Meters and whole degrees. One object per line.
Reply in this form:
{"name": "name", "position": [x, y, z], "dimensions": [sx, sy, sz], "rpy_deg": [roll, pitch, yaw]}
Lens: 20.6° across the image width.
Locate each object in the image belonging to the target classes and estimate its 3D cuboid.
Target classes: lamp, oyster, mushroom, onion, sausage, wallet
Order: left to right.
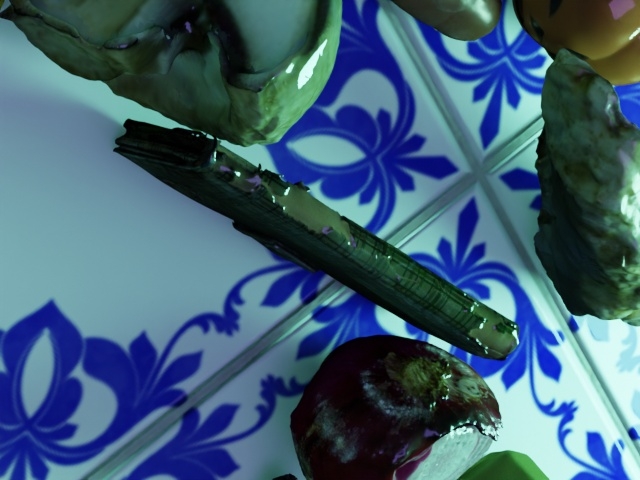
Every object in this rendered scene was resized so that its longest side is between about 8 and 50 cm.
{"name": "mushroom", "position": [-0.101, -0.182, 1.244], "dimensions": [0.267, 0.164, 0.189], "rpy_deg": [21, 74, 11]}
{"name": "wallet", "position": [0.000, 0.001, 1.341], "dimensions": [0.317, 0.169, 0.044], "rpy_deg": [30, 83, -31]}
{"name": "sausage", "position": [0.036, -0.242, 1.346], "dimensions": [0.304, 0.078, 0.078], "rpy_deg": [37, 86, -30]}
{"name": "onion", "position": [0.043, 0.160, 1.446], "dimensions": [0.173, 0.135, 0.198], "rpy_deg": [-8, 147, -38]}
{"name": "oyster", "position": [0.244, -0.011, 1.461], "dimensions": [0.110, 0.166, 0.341], "rpy_deg": [-39, 153, -12]}
{"name": "lamp", "position": [0.251, -0.215, 1.410], "dimensions": [0.187, 0.164, 0.188], "rpy_deg": [-6, 104, -26]}

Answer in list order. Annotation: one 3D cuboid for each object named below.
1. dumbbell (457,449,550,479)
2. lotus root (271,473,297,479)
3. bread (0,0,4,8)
{"name": "dumbbell", "position": [0.078, 0.300, 1.500], "dimensions": [0.302, 0.121, 0.108], "rpy_deg": [-34, 87, -15]}
{"name": "lotus root", "position": [-0.035, 0.237, 1.459], "dimensions": [0.054, 0.049, 0.099], "rpy_deg": [2, 104, -18]}
{"name": "bread", "position": [-0.348, -0.246, 1.097], "dimensions": [0.337, 0.148, 0.328], "rpy_deg": [11, 93, -24]}
